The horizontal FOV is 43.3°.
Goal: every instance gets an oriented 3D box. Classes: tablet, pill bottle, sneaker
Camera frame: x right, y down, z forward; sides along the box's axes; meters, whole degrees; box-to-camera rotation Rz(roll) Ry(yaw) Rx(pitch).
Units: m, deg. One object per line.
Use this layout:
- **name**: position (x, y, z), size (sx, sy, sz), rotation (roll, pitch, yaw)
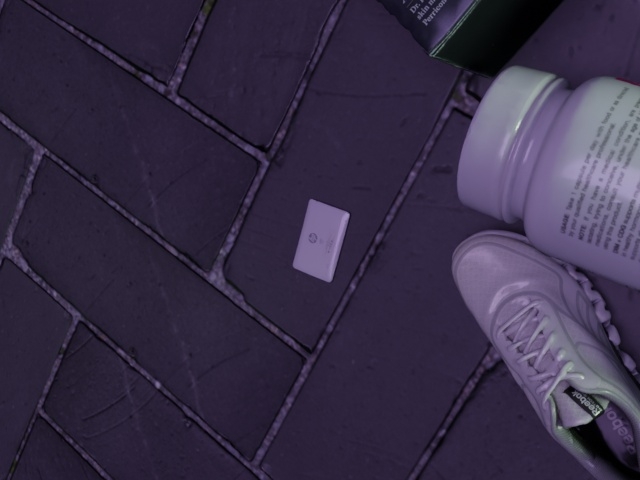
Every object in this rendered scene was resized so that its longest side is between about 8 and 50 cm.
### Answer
- **tablet**: position (0.000, 0.000, 0.906), size (0.054, 0.006, 0.083), rotation (21, 104, 27)
- **pill bottle**: position (0.269, -0.042, 0.663), size (0.283, 0.160, 0.160), rotation (24, 105, 25)
- **sneaker**: position (0.220, 0.108, 0.729), size (0.110, 0.118, 0.292), rotation (-47, 71, 26)

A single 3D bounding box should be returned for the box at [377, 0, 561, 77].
- **box**: position (0.134, -0.379, 0.701), size (0.312, 0.179, 0.343), rotation (49, 114, 16)
